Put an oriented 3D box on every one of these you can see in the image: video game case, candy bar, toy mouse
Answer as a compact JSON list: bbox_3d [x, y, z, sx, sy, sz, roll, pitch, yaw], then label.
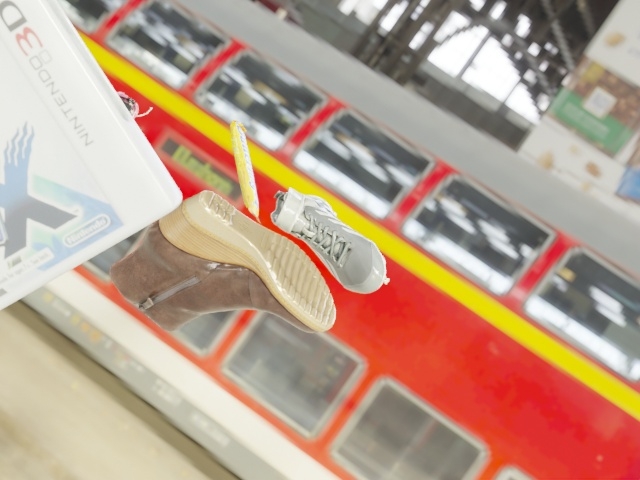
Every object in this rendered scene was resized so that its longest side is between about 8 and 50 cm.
[{"bbox_3d":[-0.323,-0.077,0.998,0.300,0.329,0.036,58,16,-12],"label":"video game case"},{"bbox_3d":[-0.110,-0.103,1.840,0.040,0.018,0.161,46,30,-63],"label":"candy bar"},{"bbox_3d":[-0.357,-0.202,2.069,0.031,0.161,0.143,5,-50,60],"label":"toy mouse"}]

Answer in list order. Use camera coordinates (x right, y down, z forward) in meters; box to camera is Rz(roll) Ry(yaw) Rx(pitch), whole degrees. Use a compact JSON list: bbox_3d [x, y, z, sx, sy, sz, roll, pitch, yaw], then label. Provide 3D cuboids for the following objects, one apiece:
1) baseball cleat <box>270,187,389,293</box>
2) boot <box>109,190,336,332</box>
[{"bbox_3d":[0.000,0.000,1.605,0.109,0.072,0.206,18,15,-38],"label":"baseball cleat"},{"bbox_3d":[-0.123,0.062,1.594,0.248,0.207,0.090,42,38,-11],"label":"boot"}]
